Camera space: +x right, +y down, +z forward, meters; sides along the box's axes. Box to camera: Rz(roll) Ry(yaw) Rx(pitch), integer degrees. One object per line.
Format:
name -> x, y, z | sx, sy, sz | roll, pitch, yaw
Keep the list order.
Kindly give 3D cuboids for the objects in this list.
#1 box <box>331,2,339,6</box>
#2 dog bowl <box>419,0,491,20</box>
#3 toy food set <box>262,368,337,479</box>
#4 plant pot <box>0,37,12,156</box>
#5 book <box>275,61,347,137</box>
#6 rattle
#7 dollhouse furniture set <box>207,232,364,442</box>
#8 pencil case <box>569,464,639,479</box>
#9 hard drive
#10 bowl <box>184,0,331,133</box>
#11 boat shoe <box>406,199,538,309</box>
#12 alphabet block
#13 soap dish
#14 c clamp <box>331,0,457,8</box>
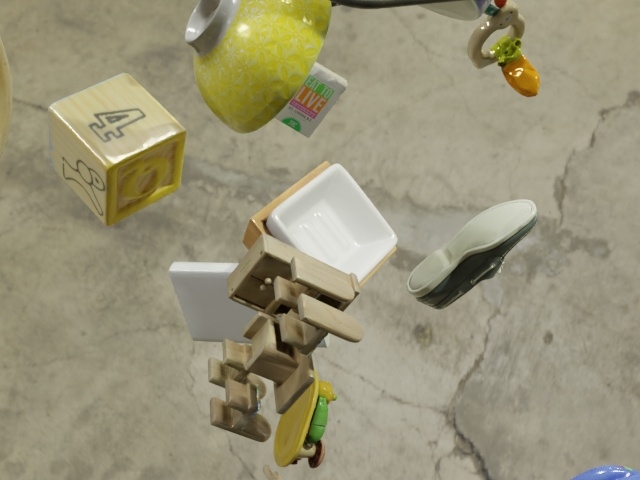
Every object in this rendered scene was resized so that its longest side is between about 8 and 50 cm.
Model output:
box -> 0.001, -0.643, 1.761 | 0.343, 0.313, 0.179 | -18, 50, -26
dog bowl -> 0.058, -0.308, 0.784 | 0.265, 0.265, 0.104 | 35, 97, 27
toy food set -> -0.024, 0.334, 1.543 | 0.071, 0.128, 0.218 | 21, 84, -19
plant pot -> -0.345, -0.099, 0.568 | 0.239, 0.254, 0.254 | 10, 53, 27
book -> -0.024, -0.295, 1.835 | 0.096, 0.144, 0.035 | 28, 28, -19
rattle -> 0.348, -0.372, 1.641 | 0.130, 0.200, 0.143 | -11, 62, -5
dollhouse furniture set -> -0.027, 0.126, 1.181 | 0.161, 0.212, 0.242 | 26, 29, -26
pencil case -> 0.312, 0.358, 0.923 | 0.133, 0.119, 0.306 | 17, 23, 5
hard drive -> -0.145, 0.134, 1.835 | 0.307, 0.203, 0.040 | 1, 38, 18
bowl -> -0.131, -0.342, 1.480 | 0.156, 0.289, 0.289 | 28, 45, -30
boat shoe -> 0.330, 0.034, 1.854 | 0.319, 0.099, 0.116 | -37, 29, 16
alphabet block -> -0.407, -0.183, 1.767 | 0.193, 0.192, 0.197 | -34, 69, -31
soap dish -> 0.000, 0.000, 1.680 | 0.229, 0.118, 0.291 | 52, 40, -3
c clamp -> 0.042, -0.171, 0.470 | 0.160, 0.022, 0.137 | -17, 64, -26
